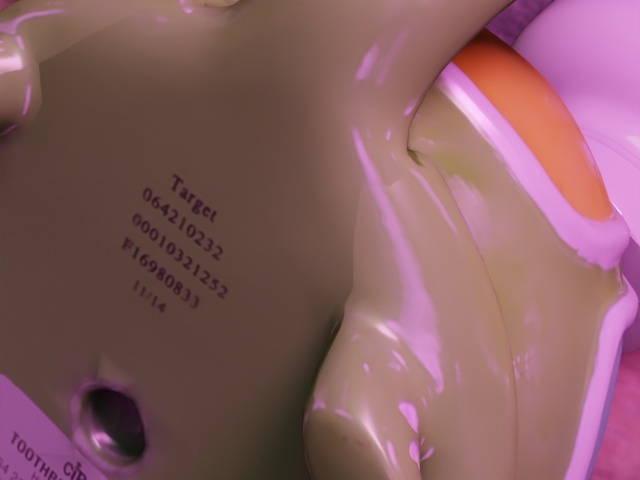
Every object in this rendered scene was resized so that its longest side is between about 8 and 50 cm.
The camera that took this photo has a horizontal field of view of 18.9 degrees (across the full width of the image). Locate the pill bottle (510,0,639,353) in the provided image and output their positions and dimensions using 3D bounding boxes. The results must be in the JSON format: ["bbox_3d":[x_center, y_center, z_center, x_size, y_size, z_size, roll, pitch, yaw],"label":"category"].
[{"bbox_3d":[0.169,-0.069,0.782,0.146,0.146,0.264,38,57,15],"label":"pill bottle"}]

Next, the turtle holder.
[{"bbox_3d":[-0.016,0.002,0.605,0.243,0.320,0.227,13,23,32],"label":"turtle holder"}]
